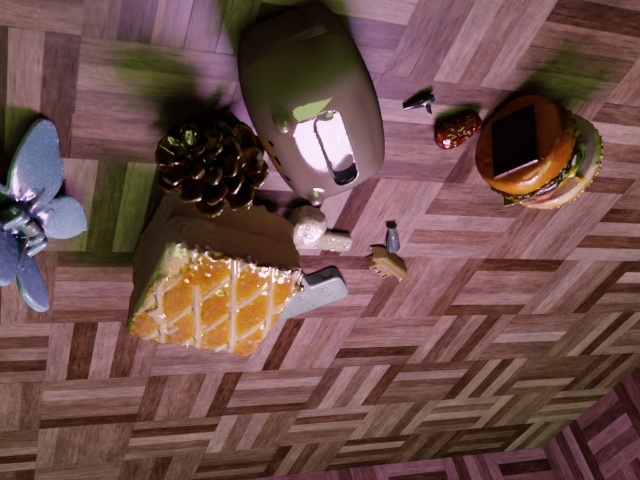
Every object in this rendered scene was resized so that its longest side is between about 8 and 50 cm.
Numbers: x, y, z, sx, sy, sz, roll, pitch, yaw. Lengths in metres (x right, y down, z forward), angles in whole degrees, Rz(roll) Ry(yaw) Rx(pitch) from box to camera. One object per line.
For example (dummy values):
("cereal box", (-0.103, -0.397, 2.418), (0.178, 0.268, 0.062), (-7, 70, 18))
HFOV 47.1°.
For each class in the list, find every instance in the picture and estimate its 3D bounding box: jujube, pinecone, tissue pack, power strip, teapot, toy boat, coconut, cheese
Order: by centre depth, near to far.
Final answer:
("tissue pack", (-0.009, -0.270, 1.555), (0.267, 0.277, 0.387), (-21, 144, 1))
("pinecone", (-0.241, -0.163, 1.601), (0.244, 0.244, 0.309), (-32, 179, 19))
("jujube", (0.347, -0.280, 1.854), (0.129, 0.077, 0.077), (-29, 143, -2))
("coconut", (-0.044, -0.032, 1.988), (0.110, 0.110, 0.124), (7, 131, -29))
("cheese", (0.000, 0.000, 2.096), (0.194, 0.043, 0.065), (5, 139, -26))
("teapot", (0.212, -0.012, 2.168), (0.042, 0.043, 0.111), (-15, 141, -3))
("power strip", (-0.060, 0.154, 2.258), (0.265, 0.059, 0.194), (-21, 143, 7))
("toy boat", (0.203, 0.079, 2.269), (0.077, 0.057, 0.200), (-28, 143, 23))

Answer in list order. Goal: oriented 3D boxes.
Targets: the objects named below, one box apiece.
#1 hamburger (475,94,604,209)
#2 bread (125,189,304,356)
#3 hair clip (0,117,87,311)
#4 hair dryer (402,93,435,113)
("hamburger", (0.555, -0.214, 1.848), (0.225, 0.291, 0.291), (24, 127, -37))
("bread", (-0.276, 0.083, 1.890), (0.371, 0.279, 0.390), (12, 136, -25))
("hair clip", (-0.703, -0.035, 1.594), (0.238, 0.392, 0.318), (4, 148, 14))
("hair dryer", (0.248, -0.323, 1.796), (0.079, 0.031, 0.083), (-17, 153, 18))
